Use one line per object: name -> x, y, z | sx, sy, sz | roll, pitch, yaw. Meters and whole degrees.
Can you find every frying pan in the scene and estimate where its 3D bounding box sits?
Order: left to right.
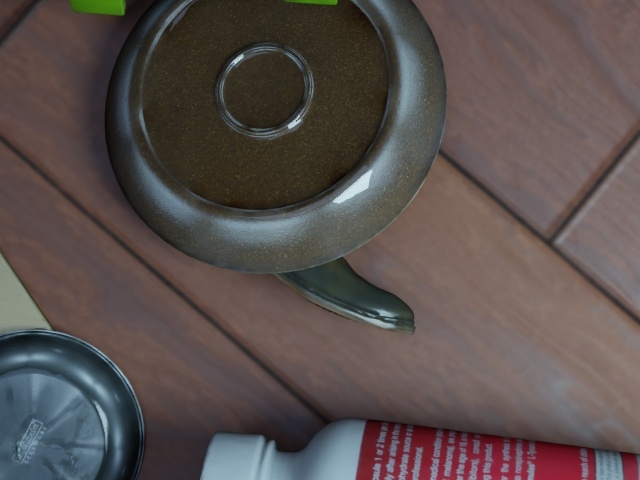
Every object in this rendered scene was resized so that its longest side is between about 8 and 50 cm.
frying pan -> -0.297, 0.129, 1.755 | 0.197, 0.053, 0.326 | -39, 96, 0

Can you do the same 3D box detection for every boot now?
boot -> 0.000, 0.000, 1.739 | 0.219, 0.082, 0.106 | 25, 91, 8

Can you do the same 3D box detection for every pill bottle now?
pill bottle -> 0.101, 0.272, 1.647 | 0.408, 0.229, 0.229 | 7, 88, 4

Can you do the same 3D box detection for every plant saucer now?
plant saucer -> -0.046, -0.126, 1.728 | 0.310, 0.050, 0.310 | -3, 74, 10

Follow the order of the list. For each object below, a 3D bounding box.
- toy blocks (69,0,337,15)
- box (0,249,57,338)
toy blocks -> -0.162, -0.356, 1.716 | 0.381, 0.191, 0.261 | 5, 65, 3
box -> -0.359, 0.053, 1.793 | 0.164, 0.021, 0.201 | -35, 85, 2
